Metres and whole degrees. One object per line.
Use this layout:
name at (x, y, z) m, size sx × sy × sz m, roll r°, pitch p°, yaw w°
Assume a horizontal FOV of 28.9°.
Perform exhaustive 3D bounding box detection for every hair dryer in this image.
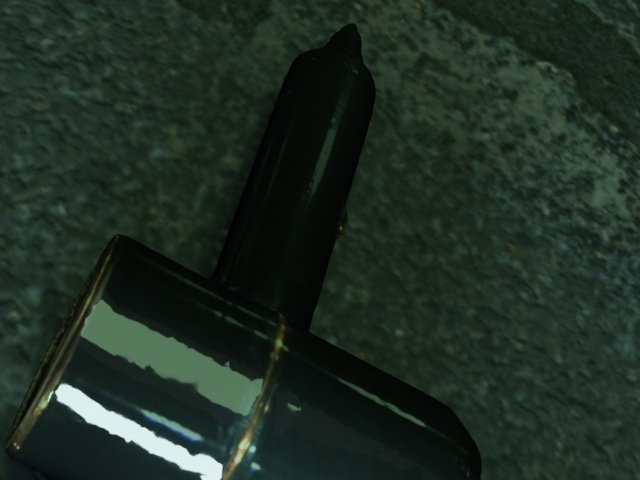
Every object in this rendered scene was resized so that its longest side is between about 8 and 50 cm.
hair dryer at (0.000, 0.000, 0.620) m, size 0.189 × 0.107 × 0.352 m, roll 29°, pitch 45°, yaw -11°
